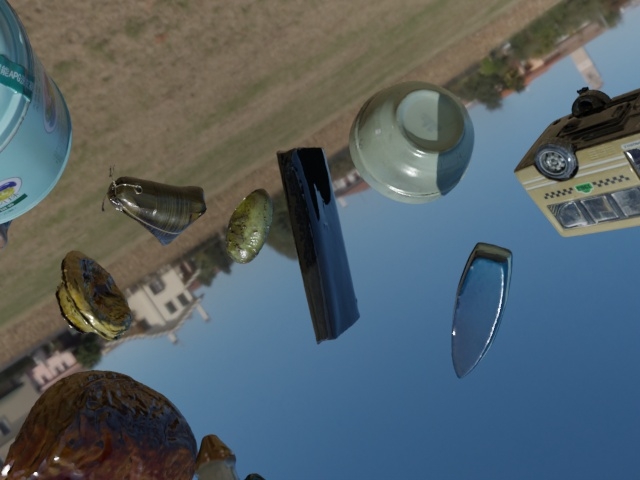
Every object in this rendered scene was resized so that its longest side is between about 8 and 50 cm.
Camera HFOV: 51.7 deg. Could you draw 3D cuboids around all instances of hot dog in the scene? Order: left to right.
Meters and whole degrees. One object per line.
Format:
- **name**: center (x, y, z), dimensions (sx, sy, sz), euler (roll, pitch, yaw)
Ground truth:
- **hot dog**: center (-0.393, 0.388, 1.205), dimensions (0.174, 0.387, 0.267), euler (25, -99, 40)

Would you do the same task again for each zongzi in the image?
- **zongzi**: center (-0.332, -0.046, 1.227), dimensions (0.187, 0.084, 0.184), euler (12, 145, -37)

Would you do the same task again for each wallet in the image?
- **wallet**: center (-0.001, 0.000, 1.431), dimensions (0.062, 0.406, 0.228), euler (-10, -175, 18)

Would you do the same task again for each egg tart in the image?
- **egg tart**: center (-0.535, 0.138, 1.535), dimensions (0.105, 0.241, 0.241), euler (-32, -175, 3)

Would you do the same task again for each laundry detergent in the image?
- **laundry detergent**: center (-0.485, -0.178, 0.816), dimensions (0.287, 0.287, 0.305), euler (-35, 179, -13)

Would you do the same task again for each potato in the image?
- **potato**: center (-0.185, -0.035, 1.642), dimensions (0.198, 0.119, 0.054), euler (-58, 153, 16)

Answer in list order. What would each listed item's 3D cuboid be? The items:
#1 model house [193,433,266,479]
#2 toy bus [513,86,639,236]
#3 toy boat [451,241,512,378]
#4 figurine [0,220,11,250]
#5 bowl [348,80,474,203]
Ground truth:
- **model house**: center (-0.145, 0.438, 0.941), dimensions (0.271, 0.301, 0.190), euler (7, 140, -33)
- **toy bus**: center (0.483, -0.130, 0.948), dimensions (0.177, 0.202, 0.365), euler (-46, -163, -30)
- **toy boat**: center (0.297, 0.149, 1.264), dimensions (0.096, 0.299, 0.062), euler (14, -151, 16)
- **figurine**: center (-0.820, -0.012, 1.522), dimensions (0.287, 0.186, 0.176), euler (-47, -177, -36)
- **bowl**: center (0.233, -0.252, 1.571), dimensions (0.307, 0.307, 0.163), euler (-35, 174, -20)
